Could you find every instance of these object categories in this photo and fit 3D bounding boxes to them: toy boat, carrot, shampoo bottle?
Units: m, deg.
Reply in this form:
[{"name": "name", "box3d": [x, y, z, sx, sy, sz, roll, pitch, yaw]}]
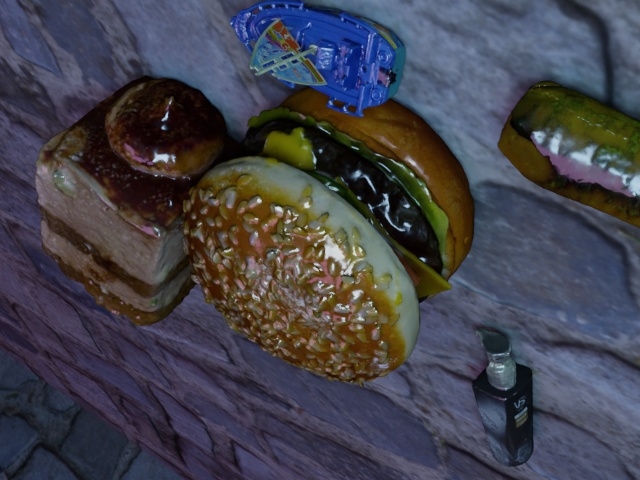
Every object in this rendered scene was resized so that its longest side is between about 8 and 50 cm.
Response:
[{"name": "toy boat", "box3d": [-0.022, -0.167, 0.709, 0.175, 0.110, 0.091, 28, 129, 26]}, {"name": "carrot", "box3d": [0.225, -0.059, 0.620, 0.173, 0.082, 0.082, 33, 148, 13]}, {"name": "shampoo bottle", "box3d": [0.218, 0.188, 0.958, 0.063, 0.057, 0.207, 23, 143, 38]}]

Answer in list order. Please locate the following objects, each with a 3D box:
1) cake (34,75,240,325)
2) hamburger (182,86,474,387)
[{"name": "cake", "box3d": [-0.212, -0.055, 0.978, 0.196, 0.199, 0.293, 38, 147, 8]}, {"name": "hamburger", "box3d": [0.000, 0.000, 0.795, 0.291, 0.225, 0.291, 30, 149, 20]}]
